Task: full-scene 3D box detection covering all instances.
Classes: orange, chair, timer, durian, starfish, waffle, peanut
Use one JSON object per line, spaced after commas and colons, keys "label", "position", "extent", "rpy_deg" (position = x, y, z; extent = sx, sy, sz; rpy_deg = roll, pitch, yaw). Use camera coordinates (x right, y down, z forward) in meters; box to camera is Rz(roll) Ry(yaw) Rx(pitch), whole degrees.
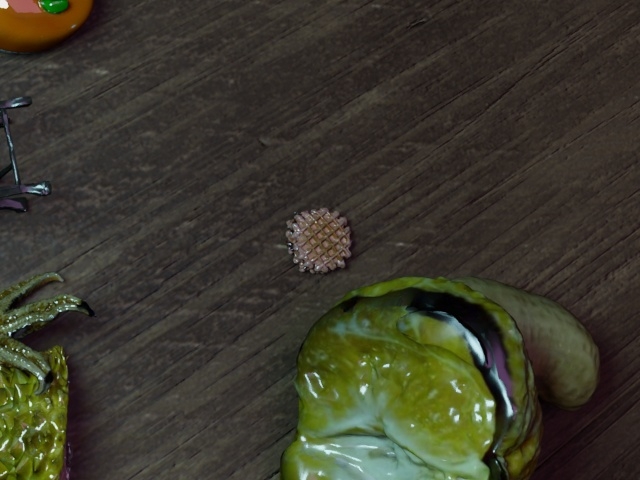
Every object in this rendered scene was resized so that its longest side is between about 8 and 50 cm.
{"label": "orange", "position": [0.103, 0.220, 1.506], "extent": [0.210, 0.271, 0.368], "rpy_deg": [9, 93, -63]}
{"label": "chair", "position": [-0.394, -0.078, 1.372], "extent": [0.229, 0.106, 0.113], "rpy_deg": [-8, 84, -27]}
{"label": "timer", "position": [-0.295, -0.248, 1.442], "extent": [0.136, 0.136, 0.099], "rpy_deg": [-22, 87, -29]}
{"label": "durian", "position": [-0.286, 0.200, 1.385], "extent": [0.132, 0.165, 0.182], "rpy_deg": [22, 95, -54]}
{"label": "starfish", "position": [-0.337, 0.087, 1.376], "extent": [0.238, 0.213, 0.057], "rpy_deg": [1, 118, 9]}
{"label": "waffle", "position": [0.000, 0.000, 1.606], "extent": [0.083, 0.029, 0.075], "rpy_deg": [3, 81, -29]}
{"label": "peanut", "position": [0.226, 0.124, 1.653], "extent": [0.253, 0.122, 0.137], "rpy_deg": [15, 67, -28]}
